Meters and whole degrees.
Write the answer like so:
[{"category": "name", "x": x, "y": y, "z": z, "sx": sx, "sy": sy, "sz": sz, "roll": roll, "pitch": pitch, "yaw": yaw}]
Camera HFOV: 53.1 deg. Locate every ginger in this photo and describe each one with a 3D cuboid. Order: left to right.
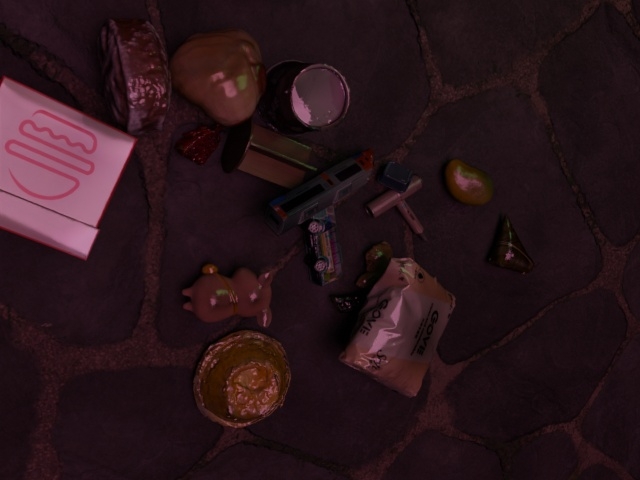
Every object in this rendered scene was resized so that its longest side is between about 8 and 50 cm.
[{"category": "ginger", "x": 0.164, "y": 0.074, "z": 1.987, "sx": 0.165, "sy": 0.067, "sz": 0.096, "roll": -54, "pitch": 137, "yaw": -5}]

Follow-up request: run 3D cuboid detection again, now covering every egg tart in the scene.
[{"category": "egg tart", "x": -0.218, "y": 0.416, "z": 1.866, "sx": 0.315, "sy": 0.120, "sz": 0.315, "roll": -5, "pitch": 102, "yaw": -23}]

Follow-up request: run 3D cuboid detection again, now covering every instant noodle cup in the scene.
[{"category": "instant noodle cup", "x": -0.040, "y": -0.384, "z": 1.727, "sx": 0.217, "sy": 0.207, "sz": 0.217, "roll": -5, "pitch": 103, "yaw": -24}]

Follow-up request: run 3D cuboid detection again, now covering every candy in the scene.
[{"category": "candy", "x": -0.441, "y": -0.393, "z": 1.533, "sx": 0.157, "sy": 0.214, "sz": 0.289, "roll": -11, "pitch": 76, "yaw": -24}]

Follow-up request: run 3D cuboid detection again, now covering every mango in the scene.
[{"category": "mango", "x": 0.473, "y": -0.181, "z": 2.065, "sx": 0.191, "sy": 0.085, "sz": 0.122, "roll": 21, "pitch": 102, "yaw": -16}]

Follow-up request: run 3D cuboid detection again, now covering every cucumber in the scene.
[{"category": "cucumber", "x": 0.150, "y": 0.184, "z": 2.008, "sx": 0.245, "sy": 0.067, "sz": 0.067, "roll": -7, "pitch": 104, "yaw": -23}]

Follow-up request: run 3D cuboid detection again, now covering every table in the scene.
[{"category": "table", "x": -0.132, "y": -0.227, "z": 1.750, "sx": 0.226, "sy": 0.167, "sz": 0.167, "roll": 18, "pitch": 93, "yaw": -30}]

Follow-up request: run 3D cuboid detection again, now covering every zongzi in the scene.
[{"category": "zongzi", "x": 0.677, "y": 0.016, "z": 2.200, "sx": 0.187, "sy": 0.084, "sz": 0.184, "roll": 15, "pitch": 85, "yaw": -32}]

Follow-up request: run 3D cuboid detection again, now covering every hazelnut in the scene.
[{"category": "hazelnut", "x": -0.263, "y": -0.410, "z": 1.632, "sx": 0.261, "sy": 0.241, "sz": 0.261, "roll": 11, "pitch": 67, "yaw": -28}]

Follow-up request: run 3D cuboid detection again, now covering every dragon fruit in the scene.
[{"category": "dragon fruit", "x": -0.327, "y": -0.275, "z": 1.719, "sx": 0.131, "sy": 0.063, "sz": 0.097, "roll": -54, "pitch": 151, "yaw": -1}]

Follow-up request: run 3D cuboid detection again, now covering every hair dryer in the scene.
[{"category": "hair dryer", "x": 0.257, "y": -0.069, "z": 2.017, "sx": 0.195, "sy": 0.053, "sz": 0.220, "roll": -31, "pitch": 118, "yaw": -14}]

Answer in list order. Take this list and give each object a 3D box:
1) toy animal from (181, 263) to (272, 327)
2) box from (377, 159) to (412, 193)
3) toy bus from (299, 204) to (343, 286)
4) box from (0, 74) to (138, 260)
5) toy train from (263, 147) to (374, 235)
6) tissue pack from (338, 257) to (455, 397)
[{"category": "toy animal", "x": -0.259, "y": 0.151, "z": 1.785, "sx": 0.248, "sy": 0.149, "sz": 0.165, "roll": -4, "pitch": 118, "yaw": -11}, {"category": "box", "x": 0.228, "y": -0.197, "z": 1.940, "sx": 0.099, "sy": 0.054, "sz": 0.074, "roll": 25, "pitch": 73, "yaw": 2}, {"category": "toy bus", "x": 0.000, "y": 0.000, "z": 1.893, "sx": 0.109, "sy": 0.091, "sz": 0.262, "roll": -16, "pitch": 109, "yaw": -27}, {"category": "box", "x": -0.632, "y": -0.164, "z": 1.458, "sx": 0.312, "sy": 0.314, "sz": 0.300, "roll": 24, "pitch": 88, "yaw": -26}, {"category": "toy train", "x": 0.019, "y": -0.142, "z": 1.799, "sx": 0.409, "sy": 0.086, "sz": 0.089, "roll": -31, "pitch": 70, "yaw": -33}, {"category": "tissue pack", "x": 0.245, "y": 0.267, "z": 1.972, "sx": 0.390, "sy": 0.195, "sz": 0.375, "roll": 33, "pitch": 84, "yaw": -47}]
